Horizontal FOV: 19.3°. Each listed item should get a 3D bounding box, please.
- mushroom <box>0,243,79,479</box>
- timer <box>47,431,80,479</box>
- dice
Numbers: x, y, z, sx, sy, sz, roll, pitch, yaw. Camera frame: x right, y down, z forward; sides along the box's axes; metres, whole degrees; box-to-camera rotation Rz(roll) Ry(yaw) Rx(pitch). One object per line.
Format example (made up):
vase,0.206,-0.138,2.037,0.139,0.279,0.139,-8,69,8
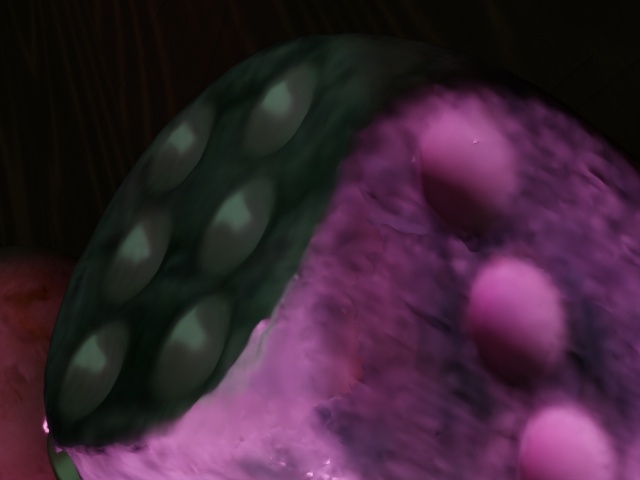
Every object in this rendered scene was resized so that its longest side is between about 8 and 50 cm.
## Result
mushroom,-0.330,0.143,2.167,0.290,0.292,0.292,-45,-27,-86
timer,-0.122,0.165,1.868,0.266,0.175,0.175,-44,37,18
dice,0.034,0.073,1.309,0.330,0.348,0.328,-20,44,56
